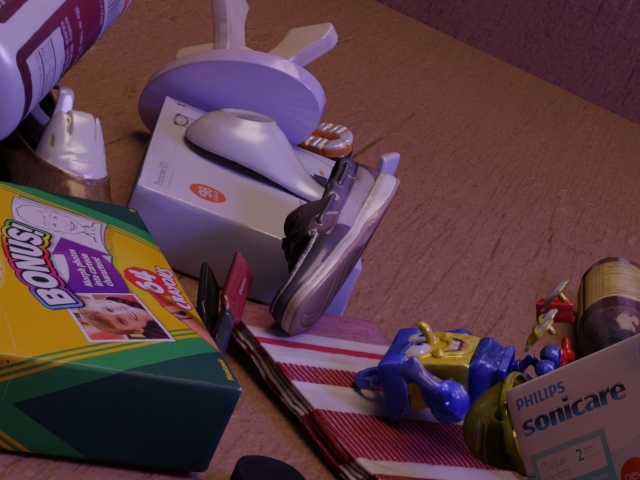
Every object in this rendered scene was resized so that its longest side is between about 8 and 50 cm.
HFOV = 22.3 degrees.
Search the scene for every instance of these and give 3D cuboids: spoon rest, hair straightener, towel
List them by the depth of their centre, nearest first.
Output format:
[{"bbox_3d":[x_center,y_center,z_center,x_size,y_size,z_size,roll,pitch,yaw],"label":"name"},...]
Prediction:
[{"bbox_3d":[-0.128,0.098,1.686,0.089,0.047,0.230,-15,34,16],"label":"hair straightener"},{"bbox_3d":[0.052,0.175,1.735,0.237,0.037,0.329,10,25,-39],"label":"towel"},{"bbox_3d":[-0.042,-0.103,2.035,0.276,0.084,0.137,16,14,20],"label":"spoon rest"}]

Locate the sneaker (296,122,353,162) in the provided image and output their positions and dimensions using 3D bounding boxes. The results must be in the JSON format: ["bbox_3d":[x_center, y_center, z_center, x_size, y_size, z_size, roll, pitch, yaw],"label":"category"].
[{"bbox_3d":[-0.040,-0.132,2.385,0.215,0.083,0.084,18,46,38],"label":"sneaker"}]

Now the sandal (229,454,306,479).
[{"bbox_3d":[-0.004,0.258,1.410,0.097,0.054,0.254,8,25,-39],"label":"sandal"}]

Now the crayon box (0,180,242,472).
[{"bbox_3d":[-0.283,0.061,1.529,0.313,0.106,0.363,13,22,-29],"label":"crayon box"}]

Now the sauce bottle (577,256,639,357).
[{"bbox_3d":[0.397,0.121,2.173,0.111,0.111,0.344,24,21,2],"label":"sauce bottle"}]

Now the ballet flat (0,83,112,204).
[{"bbox_3d":[-0.318,-0.118,1.937,0.116,0.124,0.342,13,22,-33],"label":"ballet flat"}]

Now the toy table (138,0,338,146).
[{"bbox_3d":[-0.106,-0.229,2.268,0.274,0.252,0.161,4,46,18],"label":"toy table"}]

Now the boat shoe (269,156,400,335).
[{"bbox_3d":[0.000,0.000,1.829,0.092,0.103,0.285,29,44,6],"label":"boat shoe"}]

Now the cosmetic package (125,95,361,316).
[{"bbox_3d":[-0.096,-0.045,2.056,0.284,0.097,0.377,19,20,-7],"label":"cosmetic package"}]

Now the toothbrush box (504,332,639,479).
[{"bbox_3d":[0.309,0.234,1.399,0.126,0.216,0.295,7,64,-43],"label":"toothbrush box"}]

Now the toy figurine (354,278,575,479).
[{"bbox_3d":[0.135,0.173,1.669,0.217,0.191,0.362,1,20,16],"label":"toy figurine"}]

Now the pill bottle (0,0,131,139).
[{"bbox_3d":[-0.393,-0.245,1.854,0.224,0.224,0.392,26,46,8],"label":"pill bottle"}]
